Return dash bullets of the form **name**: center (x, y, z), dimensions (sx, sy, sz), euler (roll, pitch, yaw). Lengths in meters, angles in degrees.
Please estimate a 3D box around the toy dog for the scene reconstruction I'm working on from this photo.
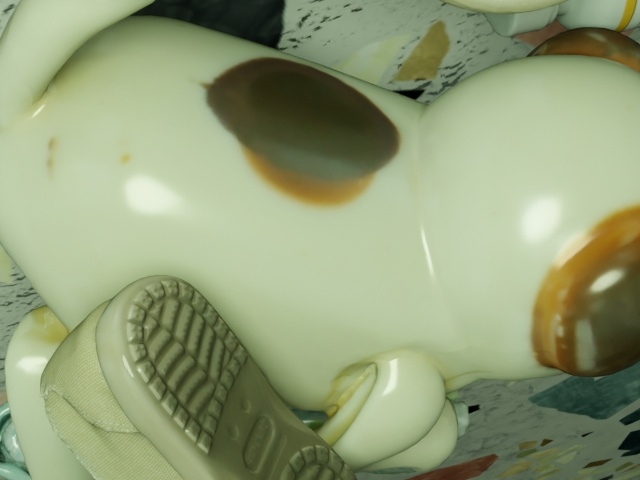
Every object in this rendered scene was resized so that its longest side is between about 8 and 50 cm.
- **toy dog**: center (0.026, -0.021, 0.656), dimensions (0.407, 0.285, 0.395), euler (0, 131, 5)

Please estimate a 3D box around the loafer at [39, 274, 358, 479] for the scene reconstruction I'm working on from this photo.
- **loafer**: center (-0.052, 0.134, 0.554), dimensions (0.092, 0.102, 0.269), euler (-14, 116, 33)

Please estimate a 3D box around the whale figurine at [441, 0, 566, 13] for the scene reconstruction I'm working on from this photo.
- **whale figurine**: center (0.118, -0.256, 0.534), dimensions (0.216, 0.141, 0.272), euler (24, 113, -12)

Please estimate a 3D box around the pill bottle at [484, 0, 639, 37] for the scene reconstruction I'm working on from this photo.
- **pill bottle**: center (0.209, -0.199, 0.675), dimensions (0.208, 0.118, 0.117), euler (-16, 151, -5)

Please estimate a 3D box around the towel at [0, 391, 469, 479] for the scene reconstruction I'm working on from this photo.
- **towel**: center (-0.076, 0.177, 0.931), dimensions (0.374, 0.090, 0.320), euler (-2, 165, -3)
